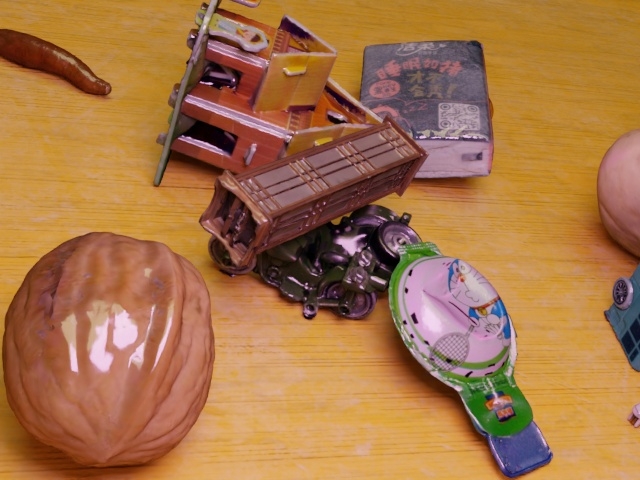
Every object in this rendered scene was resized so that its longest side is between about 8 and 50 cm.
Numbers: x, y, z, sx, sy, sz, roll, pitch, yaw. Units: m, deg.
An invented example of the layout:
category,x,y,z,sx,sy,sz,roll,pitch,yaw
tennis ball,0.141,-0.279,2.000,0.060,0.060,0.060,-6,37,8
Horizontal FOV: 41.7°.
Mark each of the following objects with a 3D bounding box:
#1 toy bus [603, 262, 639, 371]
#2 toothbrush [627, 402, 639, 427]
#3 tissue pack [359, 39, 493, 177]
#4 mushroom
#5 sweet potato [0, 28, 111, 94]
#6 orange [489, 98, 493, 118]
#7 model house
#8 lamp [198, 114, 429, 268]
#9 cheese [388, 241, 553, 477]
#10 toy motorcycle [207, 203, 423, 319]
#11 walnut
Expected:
category,x,y,z,sx,sy,sz,roll,pitch,yaw
toy bus,0.516,0.063,1.159,0.128,0.256,0.147,5,43,-13
toothbrush,0.551,0.201,1.183,0.342,0.030,0.025,-13,47,-31
tissue pack,0.180,-0.237,1.474,0.228,0.103,0.315,1,43,6
mushroom,0.598,-0.108,1.301,0.325,0.353,0.353,-31,56,-18
sweet potato,-0.468,-0.311,1.417,0.264,0.057,0.057,22,39,9
orange,0.287,-0.247,1.596,0.083,0.070,0.083,-3,39,2
model house,-0.050,-0.236,1.302,0.324,0.300,0.340,20,42,-10
lamp,0.001,-0.070,1.077,0.325,0.089,0.090,-24,65,-42
cheese,0.190,0.138,1.059,0.204,0.083,0.320,-7,61,-40
toy motorcycle,0.000,0.000,1.156,0.275,0.127,0.205,22,42,2
walnut,-0.217,0.113,0.880,0.225,0.225,0.261,4,46,-15
